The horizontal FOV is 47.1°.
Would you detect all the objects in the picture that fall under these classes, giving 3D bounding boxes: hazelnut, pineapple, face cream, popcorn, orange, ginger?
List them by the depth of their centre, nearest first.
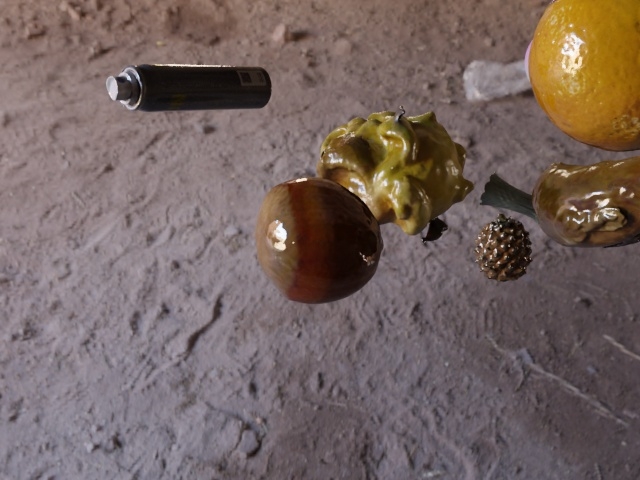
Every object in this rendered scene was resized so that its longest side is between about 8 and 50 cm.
[{"bbox_3d":[0.357,-0.213,0.859,0.219,0.193,0.219,6,78,-29],"label":"orange"},{"bbox_3d":[-0.203,-0.240,1.156,0.283,0.073,0.073,-11,40,-44],"label":"face cream"},{"bbox_3d":[0.000,0.000,1.168,0.214,0.176,0.214,3,74,-10],"label":"hazelnut"},{"bbox_3d":[0.473,-0.058,1.239,0.172,0.165,0.321,-53,19,-13],"label":"ginger"},{"bbox_3d":[0.148,-0.148,1.491,0.316,0.281,0.297,-2,39,-6],"label":"popcorn"},{"bbox_3d":[0.485,0.011,1.958,0.166,0.193,0.166,-9,28,5],"label":"pineapple"}]

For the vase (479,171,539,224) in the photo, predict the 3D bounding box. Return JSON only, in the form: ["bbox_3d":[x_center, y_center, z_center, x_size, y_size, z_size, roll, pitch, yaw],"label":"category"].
[{"bbox_3d":[0.430,-0.086,1.592,0.149,0.081,0.081,24,44,22],"label":"vase"}]

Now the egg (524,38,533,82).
[{"bbox_3d":[0.615,-0.449,1.800,0.196,0.196,0.271,25,33,22],"label":"egg"}]
